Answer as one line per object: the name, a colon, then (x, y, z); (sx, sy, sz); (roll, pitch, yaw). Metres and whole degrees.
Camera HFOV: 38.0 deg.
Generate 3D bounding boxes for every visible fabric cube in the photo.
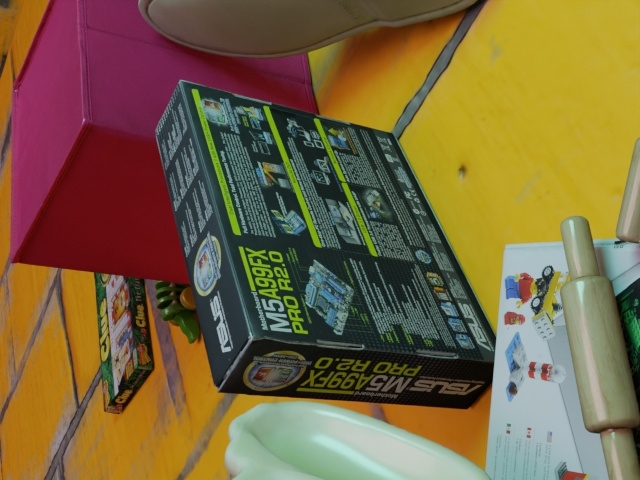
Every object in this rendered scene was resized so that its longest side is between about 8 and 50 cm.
fabric cube: (-0.179, -0.124, 1.020); (0.254, 0.258, 0.259); (-46, 44, 45)

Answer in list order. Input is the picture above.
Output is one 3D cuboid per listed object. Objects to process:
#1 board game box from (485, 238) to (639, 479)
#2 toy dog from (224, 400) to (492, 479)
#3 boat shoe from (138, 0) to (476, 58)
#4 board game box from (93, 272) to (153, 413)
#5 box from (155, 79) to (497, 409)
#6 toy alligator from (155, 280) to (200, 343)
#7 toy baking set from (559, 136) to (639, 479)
board game box: (0.176, 0.152, 0.541); (0.193, 0.053, 0.305); (-3, 79, 58)
toy dog: (0.036, 0.342, 0.488); (0.395, 0.284, 0.407); (10, 110, 18)
boat shoe: (-0.011, -0.252, 0.832); (0.340, 0.127, 0.113); (-5, 61, 34)
board game box: (-0.296, 0.109, 1.377); (0.136, 0.030, 0.259); (-53, 39, 41)
box: (0.000, 0.000, 0.722); (0.060, 0.216, 0.270); (-57, 38, 35)
toy alligator: (-0.187, 0.044, 1.187); (0.056, 0.051, 0.189); (-45, 45, 44)
toy baking set: (0.200, 0.053, 0.447); (0.197, 0.030, 0.256); (-26, 60, 51)
